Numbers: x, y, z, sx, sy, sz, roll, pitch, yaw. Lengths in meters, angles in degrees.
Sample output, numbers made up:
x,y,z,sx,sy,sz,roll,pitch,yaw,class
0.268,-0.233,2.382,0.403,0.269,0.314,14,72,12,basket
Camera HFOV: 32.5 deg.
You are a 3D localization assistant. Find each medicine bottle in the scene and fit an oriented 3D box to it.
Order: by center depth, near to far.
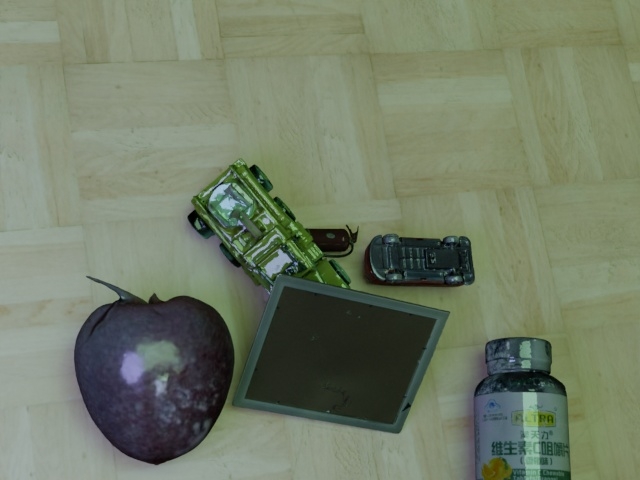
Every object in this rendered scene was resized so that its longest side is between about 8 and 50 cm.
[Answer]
x,y,z,sx,sy,sz,roll,pitch,yaw,class
0.301,0.295,1.641,0.141,0.141,0.293,6,72,-17,medicine bottle

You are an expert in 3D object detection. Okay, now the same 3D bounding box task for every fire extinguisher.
x,y,z,sx,sy,sz,roll,pitch,yaw,class
0.000,0.000,1.676,0.132,0.039,0.056,1,65,-19,fire extinguisher

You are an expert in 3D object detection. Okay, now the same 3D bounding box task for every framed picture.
x,y,z,sx,sy,sz,roll,pitch,yaw,class
0.030,0.167,1.581,0.273,0.016,0.216,14,108,-20,framed picture

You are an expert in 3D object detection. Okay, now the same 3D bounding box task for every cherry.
x,y,z,sx,sy,sz,roll,pitch,yaw,class
-0.221,0.170,1.478,0.213,0.183,0.266,-6,92,-12,cherry

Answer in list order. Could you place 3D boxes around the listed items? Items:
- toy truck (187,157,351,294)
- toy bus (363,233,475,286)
x,y,z,sx,sy,sz,roll,pitch,yaw,class
-0.077,0.017,1.576,0.128,0.135,0.259,-40,94,6,toy truck
0.147,0.036,1.696,0.174,0.077,0.079,2,75,-18,toy bus
